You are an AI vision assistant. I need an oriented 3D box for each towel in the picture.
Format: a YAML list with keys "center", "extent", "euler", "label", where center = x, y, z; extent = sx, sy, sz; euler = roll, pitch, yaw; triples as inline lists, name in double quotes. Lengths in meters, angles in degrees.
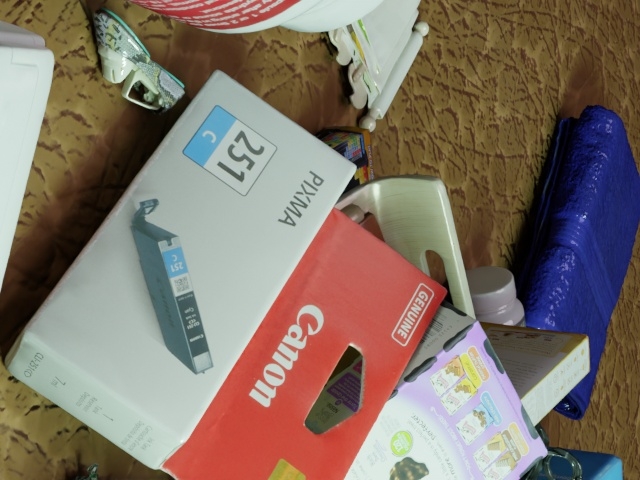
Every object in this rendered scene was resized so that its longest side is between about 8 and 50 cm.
- center: [0.289, 0.024, 2.055]
  extent: [0.308, 0.076, 0.228]
  euler: [-69, 153, -25]
  label: "towel"

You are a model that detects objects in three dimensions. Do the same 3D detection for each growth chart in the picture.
- center: [0.044, -0.233, 1.647]
  extent: [0.172, 0.021, 0.237]
  euler: [-54, 137, -40]
  label: "growth chart"

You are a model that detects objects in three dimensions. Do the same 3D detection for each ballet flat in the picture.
- center: [-0.141, -0.128, 1.342]
  extent: [0.114, 0.041, 0.041]
  euler: [46, 56, -51]
  label: "ballet flat"

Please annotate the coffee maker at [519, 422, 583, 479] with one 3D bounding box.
- center: [0.139, 0.222, 1.729]
  extent: [0.178, 0.171, 0.120]
  euler: [-30, 120, -53]
  label: "coffee maker"

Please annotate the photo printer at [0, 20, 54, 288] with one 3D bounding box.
- center: [-0.284, 0.016, 1.013]
  extent: [0.256, 0.107, 0.308]
  euler: [-5, 112, -61]
  label: "photo printer"

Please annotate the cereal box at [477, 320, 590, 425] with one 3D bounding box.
- center: [0.131, 0.142, 1.704]
  extent: [0.240, 0.173, 0.047]
  euler: [-33, 123, -52]
  label: "cereal box"

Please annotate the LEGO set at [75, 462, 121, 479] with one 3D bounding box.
- center: [-0.178, 0.196, 1.351]
  extent: [0.083, 0.023, 0.054]
  euler: [57, 49, -64]
  label: "LEGO set"

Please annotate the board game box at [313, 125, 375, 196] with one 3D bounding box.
- center: [0.000, 0.000, 1.585]
  extent: [0.141, 0.048, 0.170]
  euler: [-36, 124, -53]
  label: "board game box"

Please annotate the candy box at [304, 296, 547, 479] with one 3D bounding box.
- center: [0.070, 0.171, 1.474]
  extent: [0.196, 0.070, 0.165]
  euler: [-39, 124, -14]
  label: "candy box"

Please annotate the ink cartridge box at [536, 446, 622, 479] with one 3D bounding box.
- center: [0.166, 0.411, 1.808]
  extent: [0.395, 0.166, 0.286]
  euler: [-30, 119, -55]
  label: "ink cartridge box"

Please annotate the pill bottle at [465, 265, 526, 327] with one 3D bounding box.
- center: [0.177, 0.101, 1.863]
  extent: [0.078, 0.078, 0.137]
  euler: [-42, 129, -49]
  label: "pill bottle"

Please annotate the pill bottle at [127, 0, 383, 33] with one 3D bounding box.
- center: [-0.096, -0.270, 1.208]
  extent: [0.407, 0.229, 0.229]
  euler: [15, 82, -59]
  label: "pill bottle"

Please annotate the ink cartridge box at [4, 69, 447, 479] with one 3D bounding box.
- center: [-0.050, 0.051, 1.346]
  extent: [0.261, 0.066, 0.296]
  euler: [36, 53, -5]
  label: "ink cartridge box"

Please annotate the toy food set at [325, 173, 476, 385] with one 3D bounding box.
- center: [0.004, 0.108, 1.494]
  extent: [0.306, 0.092, 0.220]
  euler: [-33, 124, -28]
  label: "toy food set"
